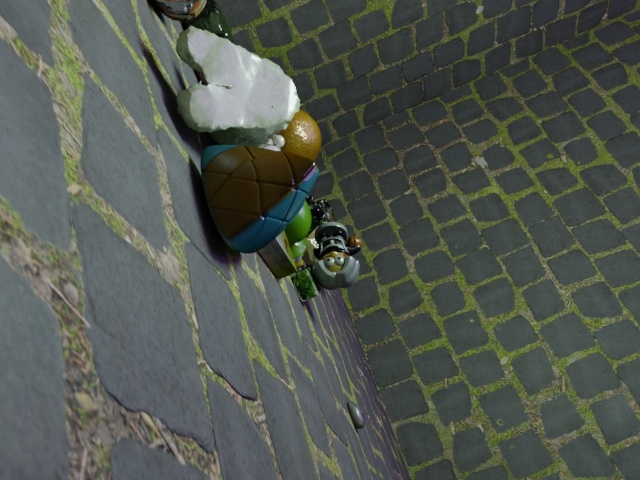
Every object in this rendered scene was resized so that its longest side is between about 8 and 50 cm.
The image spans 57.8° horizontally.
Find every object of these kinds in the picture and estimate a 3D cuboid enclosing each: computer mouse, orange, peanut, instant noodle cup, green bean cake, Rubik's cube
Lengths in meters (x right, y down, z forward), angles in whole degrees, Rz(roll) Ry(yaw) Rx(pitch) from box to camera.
[{"bbox_3d":[0.120,0.568,1.897,0.066,0.039,0.096,63,5,-49],"label":"computer mouse"},{"bbox_3d":[-0.133,-0.362,2.133,0.274,0.274,0.274,-23,90,-86],"label":"orange"},{"bbox_3d":[-0.058,-0.021,2.244,0.130,0.130,0.290,-84,153,-82],"label":"peanut"},{"bbox_3d":[-0.358,-0.637,1.458,0.125,0.177,0.208,126,-26,-76],"label":"instant noodle cup"},{"bbox_3d":[-0.355,-0.679,1.868,0.227,0.124,0.222,64,1,28],"label":"green bean cake"},{"bbox_3d":[-0.137,-0.037,1.143,0.254,0.254,0.255,-23,90,-86],"label":"Rubik's cube"}]

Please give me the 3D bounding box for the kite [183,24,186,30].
[{"bbox_3d":[-0.389,-0.596,1.833,0.159,0.010,0.190,-103,168,-68],"label":"kite"}]

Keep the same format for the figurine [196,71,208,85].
[{"bbox_3d":[-0.317,-0.502,1.698,0.157,0.114,0.126,-6,-105,65],"label":"figurine"}]

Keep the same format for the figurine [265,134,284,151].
[{"bbox_3d":[-0.182,-0.240,1.729,0.133,0.200,0.276,19,26,-23],"label":"figurine"}]

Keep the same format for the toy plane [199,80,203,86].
[{"bbox_3d":[-0.272,-0.383,1.632,0.162,0.066,0.171,27,-27,4],"label":"toy plane"}]

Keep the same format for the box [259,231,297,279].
[{"bbox_3d":[-0.146,-0.034,1.526,0.260,0.062,0.175,60,8,-55],"label":"box"}]

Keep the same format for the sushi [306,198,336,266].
[{"bbox_3d":[0.000,0.000,2.534,0.294,0.178,0.352,47,24,-72],"label":"sushi"}]

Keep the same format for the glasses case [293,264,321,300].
[{"bbox_3d":[-0.044,0.141,1.959,0.272,0.062,0.095,-4,69,-87],"label":"glasses case"}]

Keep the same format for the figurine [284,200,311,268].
[{"bbox_3d":[-0.093,-0.036,1.789,0.162,0.143,0.263,-81,164,-51],"label":"figurine"}]

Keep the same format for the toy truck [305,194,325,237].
[{"bbox_3d":[-0.102,-0.141,2.004,0.259,0.121,0.088,47,9,10],"label":"toy truck"}]

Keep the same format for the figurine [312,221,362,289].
[{"bbox_3d":[0.058,0.059,1.950,0.236,0.176,0.133,-93,172,-45],"label":"figurine"}]

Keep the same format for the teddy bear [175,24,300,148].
[{"bbox_3d":[-0.241,-0.301,1.394,0.375,0.362,0.328,2,82,-40],"label":"teddy bear"}]
